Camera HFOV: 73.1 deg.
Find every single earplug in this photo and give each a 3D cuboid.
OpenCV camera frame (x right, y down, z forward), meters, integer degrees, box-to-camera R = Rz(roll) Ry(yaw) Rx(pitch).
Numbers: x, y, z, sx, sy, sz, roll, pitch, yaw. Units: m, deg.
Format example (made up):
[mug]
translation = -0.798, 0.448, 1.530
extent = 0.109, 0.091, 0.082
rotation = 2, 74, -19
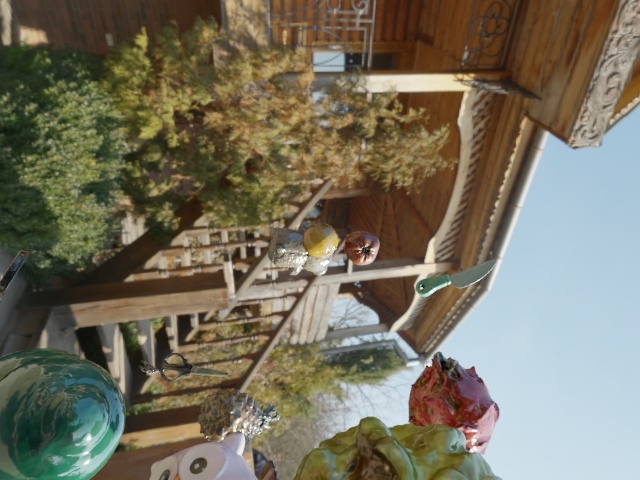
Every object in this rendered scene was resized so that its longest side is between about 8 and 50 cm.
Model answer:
[earplug]
translation = -0.312, 0.244, 0.457
extent = 0.280, 0.164, 0.258
rotation = -32, -127, 34

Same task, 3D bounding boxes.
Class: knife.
[knife]
translation = 0.428, 0.122, 1.361
extent = 0.034, 0.260, 0.063
rotation = 50, 25, -53

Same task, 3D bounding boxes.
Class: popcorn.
[popcorn]
translation = 0.096, 0.345, 0.520
extent = 0.247, 0.282, 0.282
rotation = 56, 17, -55

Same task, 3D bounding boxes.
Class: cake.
[cake]
translation = -0.153, 0.801, 1.372
extent = 0.116, 0.112, 0.295
rotation = -117, -149, -41

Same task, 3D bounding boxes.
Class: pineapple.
[pineapple]
translation = -0.239, 0.572, 1.392
extent = 0.361, 0.175, 0.175
rotation = 40, 33, -57

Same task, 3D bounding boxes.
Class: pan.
[pan]
translation = -0.782, 0.120, 1.064
extent = 0.235, 0.028, 0.136
rotation = -59, -152, 4

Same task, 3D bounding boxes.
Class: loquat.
[loquat]
translation = 0.000, 0.000, 1.605
extent = 0.141, 0.141, 0.141
rotation = 174, -90, -78

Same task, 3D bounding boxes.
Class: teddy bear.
[teddy bear]
translation = -0.081, 0.036, 1.762
extent = 0.151, 0.267, 0.236
rotation = -141, -121, -60

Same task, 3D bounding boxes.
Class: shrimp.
[shrimp]
translation = -0.736, 0.546, 1.842
extent = 0.038, 0.092, 0.029
rotation = -58, 165, -19

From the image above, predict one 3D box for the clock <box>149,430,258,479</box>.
[clock]
translation = -0.254, 0.668, 0.979
extent = 0.250, 0.368, 0.377
rotation = 59, 10, -51

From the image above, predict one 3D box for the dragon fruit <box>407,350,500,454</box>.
[dragon fruit]
translation = 0.290, 0.369, 0.966
extent = 0.205, 0.210, 0.268
rotation = -85, 166, -73

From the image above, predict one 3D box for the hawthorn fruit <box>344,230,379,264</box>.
[hawthorn fruit]
translation = 0.150, 0.025, 1.640
extent = 0.138, 0.132, 0.133
rotation = -137, -137, -74

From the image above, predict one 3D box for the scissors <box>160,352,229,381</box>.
[scissors]
translation = -0.471, 0.485, 1.620
extent = 0.022, 0.299, 0.109
rotation = 53, 41, -60
